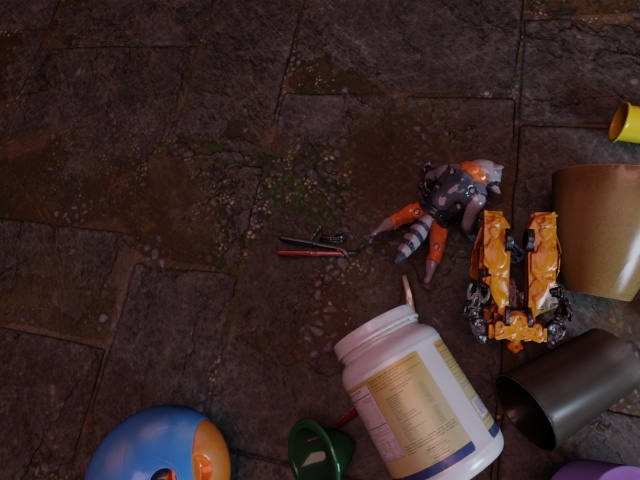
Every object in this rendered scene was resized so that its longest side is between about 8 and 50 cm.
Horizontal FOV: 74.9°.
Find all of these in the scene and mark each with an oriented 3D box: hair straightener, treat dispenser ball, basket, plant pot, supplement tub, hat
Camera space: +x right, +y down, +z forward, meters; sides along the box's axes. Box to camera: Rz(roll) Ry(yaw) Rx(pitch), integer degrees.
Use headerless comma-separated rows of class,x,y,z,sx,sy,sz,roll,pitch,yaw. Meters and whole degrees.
hair straightener,0.000,0.000,1.085,0.230,0.047,0.089,0,73,12
treat dispenser ball,-0.335,0.497,0.874,0.288,0.288,0.288,-4,72,11
basket,0.491,0.282,0.824,0.227,0.204,0.154,-28,58,-7
plant pot,0.598,-0.009,0.879,0.237,0.237,0.254,10,90,15
supplement tub,0.184,0.313,0.850,0.228,0.228,0.316,-31,69,2
hat,0.054,0.461,0.942,0.208,0.184,0.173,-52,54,38

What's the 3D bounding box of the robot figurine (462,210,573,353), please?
robot figurine,0.406,0.085,0.870,0.211,0.085,0.291,3,88,10

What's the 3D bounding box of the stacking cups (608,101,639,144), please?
stacking cups,0.854,-0.245,0.961,0.316,0.096,0.096,13,76,11

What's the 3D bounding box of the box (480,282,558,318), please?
box,0.451,0.149,0.935,0.169,0.054,0.059,-25,69,5

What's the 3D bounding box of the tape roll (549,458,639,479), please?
tape roll,0.514,0.532,0.715,0.275,0.090,0.274,6,70,-18

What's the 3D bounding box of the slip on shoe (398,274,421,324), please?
slip on shoe,0.205,0.150,0.995,0.041,0.051,0.135,-16,76,20

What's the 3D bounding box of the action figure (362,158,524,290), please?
action figure,0.314,-0.042,0.967,0.341,0.178,0.330,41,94,21
